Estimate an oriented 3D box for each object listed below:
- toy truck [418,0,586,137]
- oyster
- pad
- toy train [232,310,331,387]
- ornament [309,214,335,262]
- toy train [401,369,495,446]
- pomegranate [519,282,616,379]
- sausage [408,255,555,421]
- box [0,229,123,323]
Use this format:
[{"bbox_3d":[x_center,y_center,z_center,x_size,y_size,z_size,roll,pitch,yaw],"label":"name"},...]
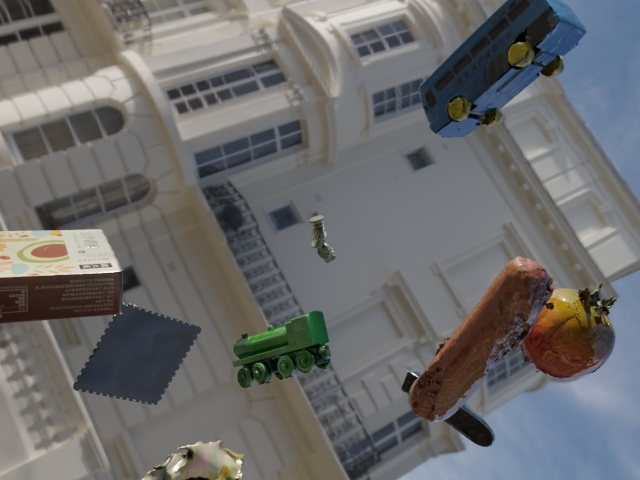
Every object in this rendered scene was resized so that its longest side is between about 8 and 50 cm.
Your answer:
[{"bbox_3d":[0.401,-0.394,1.432,0.385,0.161,0.162,-42,-118,41],"label":"toy truck"},{"bbox_3d":[-0.162,0.316,0.736,0.072,0.133,0.209,-58,-165,30],"label":"oyster"},{"bbox_3d":[-0.482,0.311,1.671,0.269,0.269,0.012,30,4,-43],"label":"pad"},{"bbox_3d":[-0.085,0.228,1.284,0.251,0.085,0.119,-21,-103,35],"label":"toy train"},{"bbox_3d":[-0.001,-0.003,1.256,0.092,0.041,0.068,74,-1,-49],"label":"ornament"},{"bbox_3d":[0.272,0.350,1.302,0.234,0.051,0.052,29,-72,42],"label":"toy train"},{"bbox_3d":[0.554,0.198,1.400,0.210,0.210,0.235,49,-56,34],"label":"pomegranate"},{"bbox_3d":[0.197,0.152,0.826,0.079,0.087,0.326,35,-50,11],"label":"sausage"},{"bbox_3d":[-0.718,0.079,1.548,0.344,0.385,0.122,35,-58,57],"label":"box"}]
